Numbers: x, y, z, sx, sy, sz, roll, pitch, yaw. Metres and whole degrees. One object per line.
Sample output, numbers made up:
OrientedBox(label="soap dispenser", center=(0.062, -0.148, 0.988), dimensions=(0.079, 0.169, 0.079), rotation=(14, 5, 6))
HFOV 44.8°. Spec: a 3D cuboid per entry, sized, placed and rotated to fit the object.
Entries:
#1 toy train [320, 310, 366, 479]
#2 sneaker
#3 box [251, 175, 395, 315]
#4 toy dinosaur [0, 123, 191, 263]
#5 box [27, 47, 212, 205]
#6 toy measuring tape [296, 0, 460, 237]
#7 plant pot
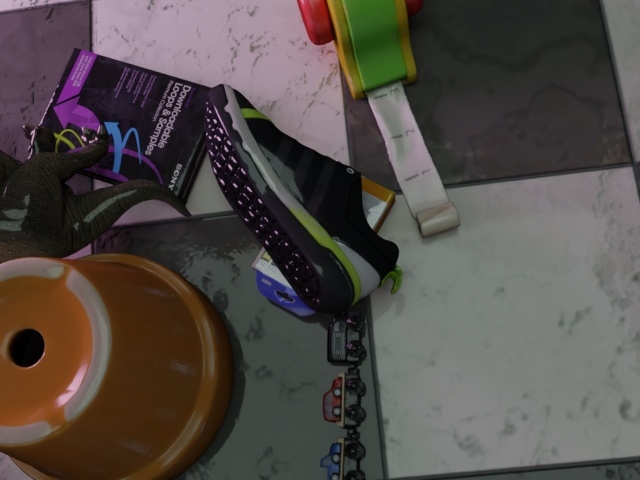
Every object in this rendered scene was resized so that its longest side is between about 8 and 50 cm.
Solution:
OrientedBox(label="toy train", center=(0.019, 0.138, 0.653), dimensions=(0.036, 0.027, 0.158), rotation=(-2, 74, 10))
OrientedBox(label="sneaker", center=(-0.015, -0.042, 0.665), dimensions=(0.097, 0.084, 0.235), rotation=(-26, 72, -25))
OrientedBox(label="box", center=(0.000, 0.000, 0.693), dimensions=(0.081, 0.028, 0.136), rotation=(28, 82, 13))
OrientedBox(label="toy dinosaur", center=(-0.276, -0.041, 0.664), dimensions=(0.313, 0.121, 0.160), rotation=(22, 64, -22))
OrientedBox(label="box", center=(-0.184, -0.110, 0.744), dimensions=(0.162, 0.029, 0.116), rotation=(18, 78, 10))
OrientedBox(label="toy measuring tape", center=(0.052, -0.168, 0.688), dimensions=(0.121, 0.121, 0.330), rotation=(-18, 74, 2))
OrientedBox(label="plant pot", center=(-0.187, 0.097, 0.605), dimensions=(0.205, 0.188, 0.205), rotation=(-2, 75, 6))
